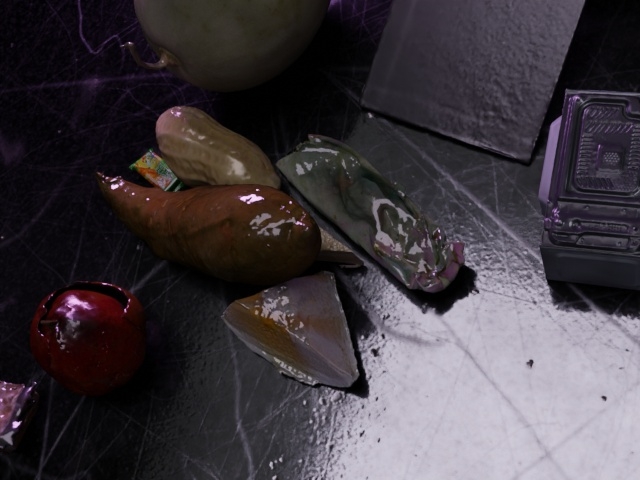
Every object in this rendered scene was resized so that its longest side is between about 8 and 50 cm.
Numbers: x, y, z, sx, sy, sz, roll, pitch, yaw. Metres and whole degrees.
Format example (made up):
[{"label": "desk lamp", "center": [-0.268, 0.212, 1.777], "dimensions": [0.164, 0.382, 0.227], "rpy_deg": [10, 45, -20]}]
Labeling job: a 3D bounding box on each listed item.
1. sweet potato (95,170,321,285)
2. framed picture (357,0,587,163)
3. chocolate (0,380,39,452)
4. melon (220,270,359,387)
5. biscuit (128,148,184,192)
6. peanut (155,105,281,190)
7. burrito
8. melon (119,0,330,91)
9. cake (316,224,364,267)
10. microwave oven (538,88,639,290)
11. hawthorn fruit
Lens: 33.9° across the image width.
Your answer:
[{"label": "sweet potato", "center": [-0.147, -0.020, 1.351], "dimensions": [0.423, 0.130, 0.130], "rpy_deg": [13, 71, 45]}, {"label": "framed picture", "center": [0.211, -0.299, 1.375], "dimensions": [0.255, 0.014, 0.338], "rpy_deg": [21, 99, 24]}, {"label": "chocolate", "center": [-0.531, 0.225, 1.424], "dimensions": [0.330, 0.065, 0.102], "rpy_deg": [6, 51, 18]}, {"label": "melon", "center": [-0.022, 0.094, 1.310], "dimensions": [0.203, 0.093, 0.139], "rpy_deg": [27, 70, 20]}, {"label": "biscuit", "center": [-0.230, -0.096, 1.493], "dimensions": [0.089, 0.016, 0.046], "rpy_deg": [39, 83, 27]}, {"label": "peanut", "center": [-0.142, -0.109, 1.431], "dimensions": [0.214, 0.090, 0.098], "rpy_deg": [31, 82, 26]}, {"label": "burrito", "center": [0.063, -0.042, 1.354], "dimensions": [0.096, 0.066, 0.309], "rpy_deg": [-47, 60, -3]}, {"label": "melon", "center": [-0.113, -0.340, 1.432], "dimensions": [0.308, 0.272, 0.271], "rpy_deg": [-40, 62, 8]}, {"label": "cake", "center": [0.000, 0.000, 1.362], "dimensions": [0.121, 0.052, 0.065], "rpy_deg": [10, 68, 21]}, {"label": "microwave oven", "center": [0.344, -0.060, 1.243], "dimensions": [0.162, 0.122, 0.208], "rpy_deg": [7, 70, 18]}, {"label": "hawthorn fruit", "center": [-0.302, 0.120, 1.337], "dimensions": [0.148, 0.172, 0.148], "rpy_deg": [-11, 68, 29]}]
